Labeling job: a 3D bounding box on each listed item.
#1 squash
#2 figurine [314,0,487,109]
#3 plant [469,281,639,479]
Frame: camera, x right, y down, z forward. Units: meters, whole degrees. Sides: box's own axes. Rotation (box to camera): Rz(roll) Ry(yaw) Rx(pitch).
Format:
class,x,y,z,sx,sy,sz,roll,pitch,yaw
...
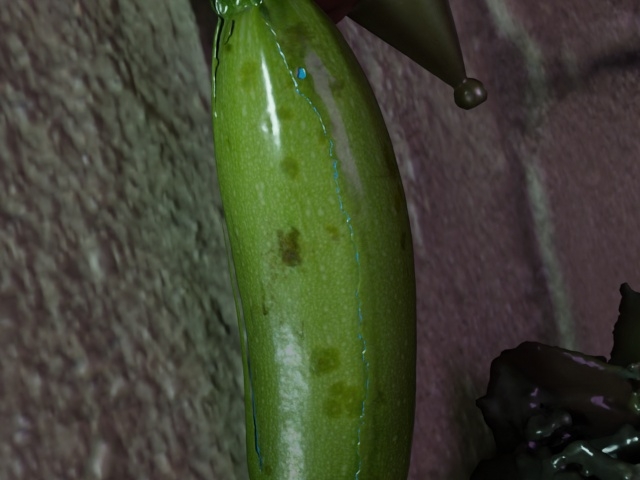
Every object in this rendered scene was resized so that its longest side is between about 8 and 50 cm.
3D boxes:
class,x,y,z,sx,sy,sz,roll,pitch,yaw
squash,0.000,0.000,0.845,0.094,0.094,0.340,-25,113,-51
figurine,-0.024,-0.223,0.863,0.207,0.166,0.387,-34,104,-30
plant,0.194,0.150,1.019,0.204,0.178,0.234,-10,94,-50
